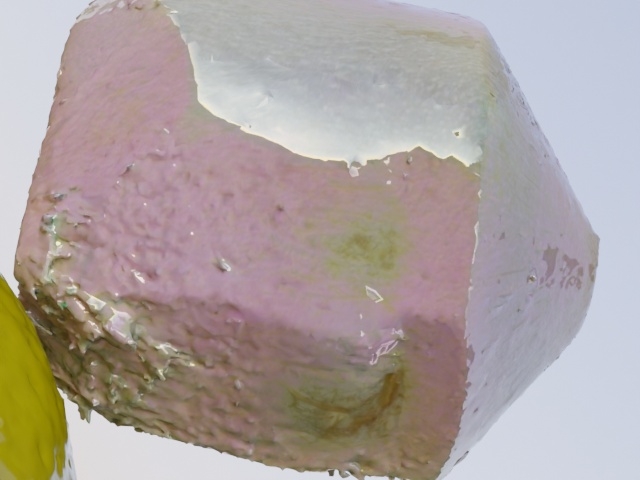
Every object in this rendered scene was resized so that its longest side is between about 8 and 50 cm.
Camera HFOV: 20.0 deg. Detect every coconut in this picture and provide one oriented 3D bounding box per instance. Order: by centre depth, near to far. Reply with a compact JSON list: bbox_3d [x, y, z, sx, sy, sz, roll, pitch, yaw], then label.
[{"bbox_3d":[0.000,0.000,0.810,0.245,0.233,0.233,12,-25,3],"label":"coconut"}]

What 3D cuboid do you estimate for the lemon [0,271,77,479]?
[{"bbox_3d":[-0.244,0.104,0.680,0.336,0.336,0.336,48,-18,22],"label":"lemon"}]
